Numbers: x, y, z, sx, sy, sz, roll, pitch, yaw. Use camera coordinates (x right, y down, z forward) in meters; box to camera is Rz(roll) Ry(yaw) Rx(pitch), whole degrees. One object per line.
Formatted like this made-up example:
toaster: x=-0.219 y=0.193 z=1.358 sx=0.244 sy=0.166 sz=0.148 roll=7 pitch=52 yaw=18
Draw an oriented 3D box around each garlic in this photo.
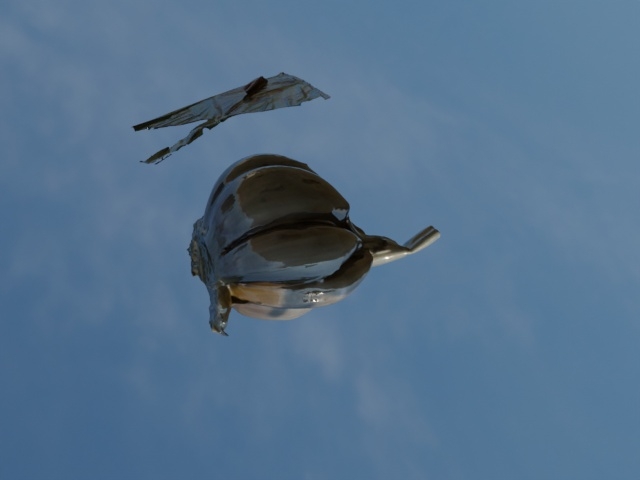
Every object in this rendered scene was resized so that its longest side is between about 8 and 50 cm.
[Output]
garlic: x=0.000 y=0.000 z=1.224 sx=0.194 sy=0.127 sz=0.131 roll=0 pitch=-146 yaw=-10

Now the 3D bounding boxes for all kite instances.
kite: x=-0.093 y=-0.121 z=1.546 sx=0.250 sy=0.229 sz=0.012 roll=-44 pitch=-59 yaw=-51
